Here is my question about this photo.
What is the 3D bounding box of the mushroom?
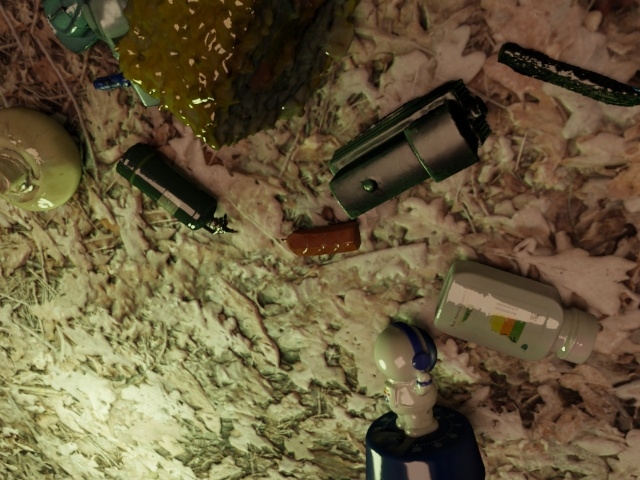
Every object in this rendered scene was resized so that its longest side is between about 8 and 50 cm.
[{"bbox_3d":[-0.679,-0.174,1.231,0.246,0.202,0.246,6,126,8],"label":"mushroom"}]

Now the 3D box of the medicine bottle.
[{"bbox_3d":[0.392,0.154,1.100,0.296,0.111,0.161,18,120,7],"label":"medicine bottle"}]

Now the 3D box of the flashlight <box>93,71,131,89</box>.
[{"bbox_3d":[-0.437,-0.341,1.162,0.121,0.057,0.035,-3,152,26],"label":"flashlight"}]

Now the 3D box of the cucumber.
[{"bbox_3d":[0.424,-0.275,0.912,0.257,0.043,0.044,22,125,6],"label":"cucumber"}]

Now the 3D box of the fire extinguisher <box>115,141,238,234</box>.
[{"bbox_3d":[-0.311,-0.097,1.215,0.294,0.093,0.118,38,147,-4],"label":"fire extinguisher"}]

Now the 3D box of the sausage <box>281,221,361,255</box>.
[{"bbox_3d":[0.000,0.001,1.176,0.170,0.065,0.065,-6,113,21],"label":"sausage"}]

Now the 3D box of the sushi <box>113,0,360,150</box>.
[{"bbox_3d":[-0.105,-0.373,0.866,0.240,0.351,0.396,40,126,14],"label":"sushi"}]

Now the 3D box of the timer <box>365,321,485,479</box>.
[{"bbox_3d":[0.211,0.369,1.212,0.271,0.270,0.383,-6,100,21],"label":"timer"}]

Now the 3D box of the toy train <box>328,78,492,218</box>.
[{"bbox_3d":[0.148,-0.155,0.984,0.330,0.178,0.138,-29,105,27],"label":"toy train"}]

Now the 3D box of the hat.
[{"bbox_3d":[-0.504,-0.465,1.095,0.191,0.078,0.138,-22,105,26],"label":"hat"}]

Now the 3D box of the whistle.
[{"bbox_3d":[-0.364,-0.422,1.050,0.164,0.163,0.289,7,149,15],"label":"whistle"}]
